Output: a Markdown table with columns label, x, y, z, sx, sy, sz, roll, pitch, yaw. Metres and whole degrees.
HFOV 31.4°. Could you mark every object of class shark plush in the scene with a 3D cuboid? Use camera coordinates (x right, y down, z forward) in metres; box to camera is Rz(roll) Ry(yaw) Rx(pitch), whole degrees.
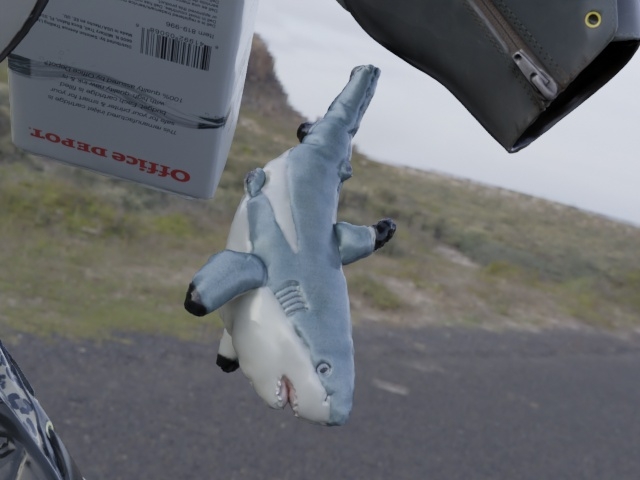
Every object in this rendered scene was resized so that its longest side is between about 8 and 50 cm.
| label | x | y | z | sx | sy | sz | roll | pitch | yaw |
| --- | --- | --- | --- | --- | --- | --- | --- | --- | --- |
| shark plush | 0.000 | 0.000 | 0.489 | 0.067 | 0.161 | 0.073 | 11 | -37 | 13 |

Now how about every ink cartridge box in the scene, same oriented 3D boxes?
| label | x | y | z | sx | sy | sz | roll | pitch | yaw |
| --- | --- | --- | --- | --- | --- | --- | --- | --- | --- |
| ink cartridge box | -0.123 | -0.136 | 0.754 | 0.153 | 0.087 | 0.208 | 16 | -38 | -1 |

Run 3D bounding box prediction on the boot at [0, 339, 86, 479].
| label | x | y | z | sx | sy | sz | roll | pitch | yaw |
| --- | --- | --- | --- | --- | --- | --- | --- | --- | --- |
| boot | -0.207 | 0.113 | 0.686 | 0.236 | 0.085 | 0.178 | 54 | -14 | 21 |

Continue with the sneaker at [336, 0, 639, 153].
| label | x | y | z | sx | sy | sz | roll | pitch | yaw |
| --- | --- | --- | --- | --- | --- | --- | --- | --- | --- |
| sneaker | 0.106 | -0.145 | 0.429 | 0.118 | 0.222 | 0.083 | 47 | 32 | 18 |

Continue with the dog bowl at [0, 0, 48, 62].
| label | x | y | z | sx | sy | sz | roll | pitch | yaw |
| --- | --- | --- | --- | --- | --- | --- | --- | --- | --- |
| dog bowl | -0.297 | -0.198 | 0.423 | 0.408 | 0.408 | 0.150 | 16 | 38 | 17 |
